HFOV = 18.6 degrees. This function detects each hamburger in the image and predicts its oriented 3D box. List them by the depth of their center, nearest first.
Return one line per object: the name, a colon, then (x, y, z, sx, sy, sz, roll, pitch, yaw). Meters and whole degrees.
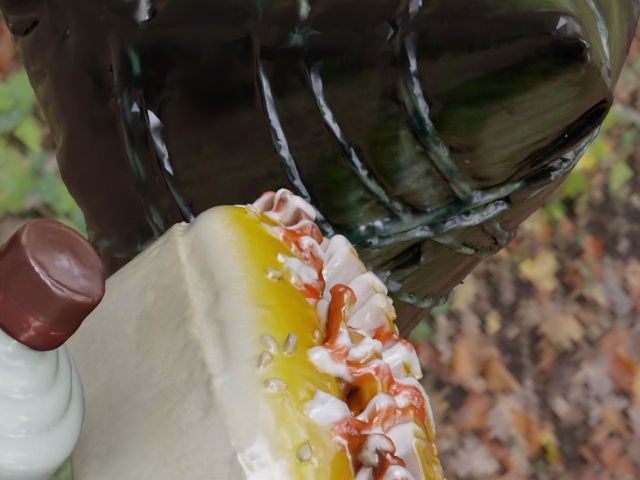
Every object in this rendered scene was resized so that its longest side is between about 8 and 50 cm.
hamburger: (-0.015, 0.116, 0.834, 0.295, 0.151, 0.227, -114, -174, -55)

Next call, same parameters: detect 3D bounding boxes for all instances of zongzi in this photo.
zongzi: (0.000, 0.000, 1.075, 0.319, 0.383, 0.362, -24, 108, -70)

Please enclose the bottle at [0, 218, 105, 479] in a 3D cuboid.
bottle: (-0.166, 0.082, 0.740, 0.104, 0.245, 0.104, 35, 27, -21)
